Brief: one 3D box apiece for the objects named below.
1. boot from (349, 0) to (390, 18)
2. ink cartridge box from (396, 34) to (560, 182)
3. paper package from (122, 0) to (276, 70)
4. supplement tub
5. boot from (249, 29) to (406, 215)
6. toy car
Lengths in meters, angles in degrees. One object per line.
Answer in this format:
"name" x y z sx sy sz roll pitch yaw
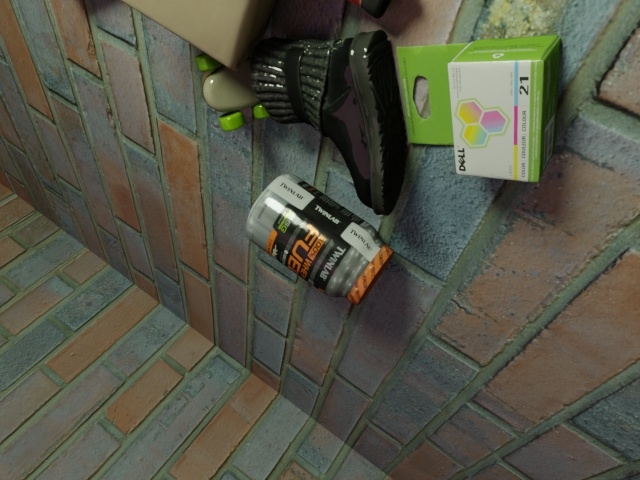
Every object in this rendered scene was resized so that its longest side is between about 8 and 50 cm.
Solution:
"boot" 0.065 -0.450 0.661 0.176 0.088 0.244 33 152 14
"ink cartridge box" 0.227 -0.206 0.743 0.255 0.097 0.189 12 135 35
"paper package" -0.200 -0.499 0.732 0.309 0.168 0.325 29 147 -8
"supplement tub" 0.000 0.000 1.094 0.315 0.193 0.194 34 144 12
"boot" 0.019 -0.217 0.897 0.260 0.131 0.348 6 120 32
"toy car" -0.198 -0.346 1.023 0.188 0.148 0.155 44 155 56
